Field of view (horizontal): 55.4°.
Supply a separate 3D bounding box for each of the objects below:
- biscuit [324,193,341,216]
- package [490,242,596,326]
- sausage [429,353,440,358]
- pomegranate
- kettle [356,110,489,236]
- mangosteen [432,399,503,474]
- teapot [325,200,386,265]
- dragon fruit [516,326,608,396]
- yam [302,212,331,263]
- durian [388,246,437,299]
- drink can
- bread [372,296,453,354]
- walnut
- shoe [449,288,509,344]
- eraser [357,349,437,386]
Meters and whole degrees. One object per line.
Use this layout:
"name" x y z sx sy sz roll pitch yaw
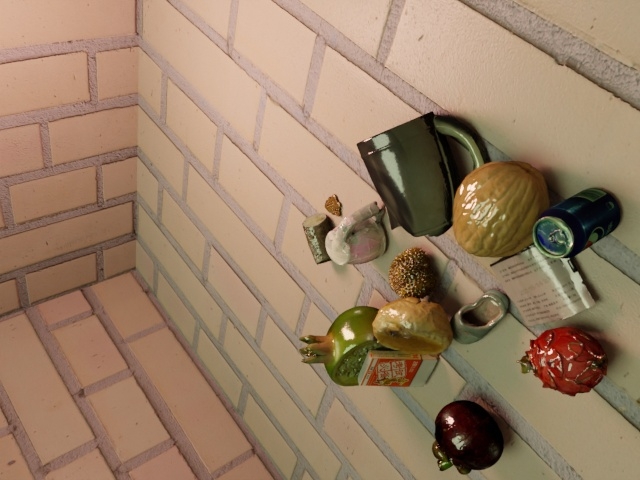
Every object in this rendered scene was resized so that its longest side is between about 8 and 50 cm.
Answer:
"biscuit" 0.042 -0.124 2.168 0.092 0.016 0.082 2 110 51
"package" 0.555 0.112 1.564 0.203 0.062 0.251 63 149 9
"sausage" 0.343 0.299 1.950 0.169 0.065 0.065 62 145 10
"pomegranate" 0.100 0.342 2.081 0.309 0.359 0.216 112 157 -45
"kettle" 0.298 -0.173 1.656 0.321 0.228 0.324 -20 97 24
"mangosteen" 0.434 0.594 1.847 0.216 0.216 0.216 29 130 42
"teapot" 0.121 -0.003 1.982 0.221 0.178 0.163 -37 78 54
"dragon fruit" 0.606 0.297 1.501 0.210 0.172 0.172 -3 106 45
"yam" 0.000 0.000 2.221 0.107 0.107 0.183 -4 107 54
"durian" 0.280 0.110 1.875 0.168 0.137 0.158 -44 51 44
"drink can" 0.563 -0.037 1.343 0.118 0.205 0.118 30 131 42
"bread" 0.278 0.253 1.834 0.245 0.134 0.244 14 154 7
"walnut" 0.431 -0.072 1.484 0.225 0.225 0.261 50 127 25
"shoe" 0.438 0.231 1.752 0.103 0.100 0.251 53 140 19
"eraser" 0.252 0.424 2.007 0.038 0.230 0.157 -100 19 -46
